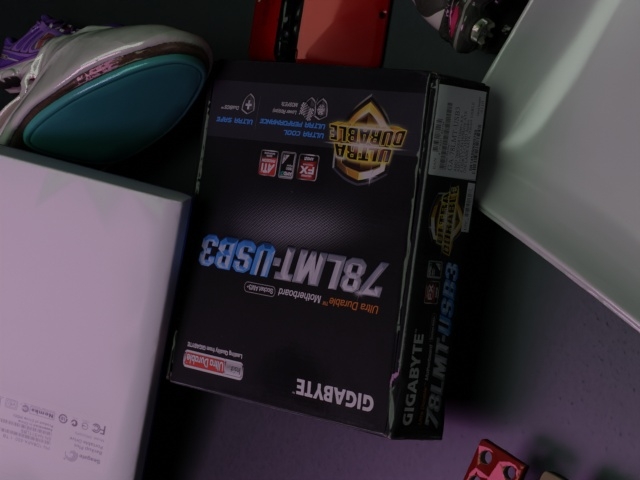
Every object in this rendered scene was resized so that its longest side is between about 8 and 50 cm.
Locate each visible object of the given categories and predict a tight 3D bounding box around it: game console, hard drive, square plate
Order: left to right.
[{"bbox_3d":[-0.242,0.088,1.782,0.210,0.040,0.319,15,106,13],"label":"hard drive"},{"bbox_3d":[0.002,-0.223,1.761,0.124,0.085,0.144,-169,88,-68],"label":"game console"},{"bbox_3d":[0.292,-0.107,1.509,0.344,0.049,0.347,40,109,33],"label":"square plate"}]

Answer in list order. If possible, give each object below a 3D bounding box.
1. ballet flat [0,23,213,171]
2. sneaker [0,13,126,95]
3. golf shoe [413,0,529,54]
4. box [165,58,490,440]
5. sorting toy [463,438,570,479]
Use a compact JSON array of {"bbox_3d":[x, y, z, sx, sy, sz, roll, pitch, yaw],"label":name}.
[{"bbox_3d":[-0.243,-0.111,1.841,0.400,0.139,0.139,-43,62,41],"label":"ballet flat"},{"bbox_3d":[-0.252,-0.189,1.919,0.170,0.068,0.071,-8,70,34],"label":"sneaker"},{"bbox_3d":[0.156,-0.284,1.598,0.120,0.105,0.273,43,111,37],"label":"golf shoe"},{"bbox_3d":[0.000,0.000,1.676,0.295,0.073,0.293,10,91,48],"label":"box"},{"bbox_3d":[0.204,0.262,1.539,0.274,0.046,0.132,27,102,35],"label":"sorting toy"}]
